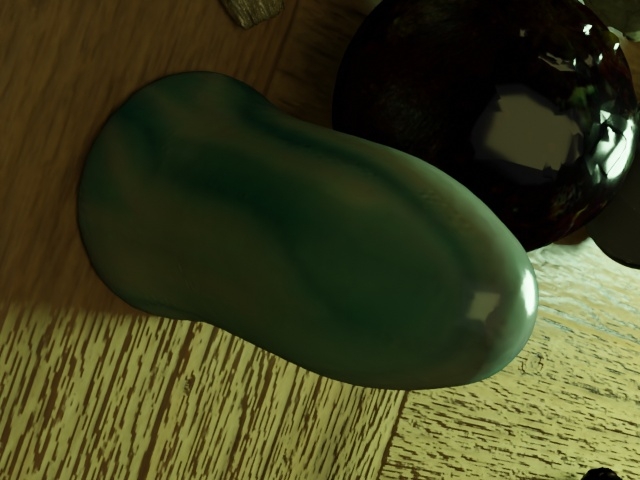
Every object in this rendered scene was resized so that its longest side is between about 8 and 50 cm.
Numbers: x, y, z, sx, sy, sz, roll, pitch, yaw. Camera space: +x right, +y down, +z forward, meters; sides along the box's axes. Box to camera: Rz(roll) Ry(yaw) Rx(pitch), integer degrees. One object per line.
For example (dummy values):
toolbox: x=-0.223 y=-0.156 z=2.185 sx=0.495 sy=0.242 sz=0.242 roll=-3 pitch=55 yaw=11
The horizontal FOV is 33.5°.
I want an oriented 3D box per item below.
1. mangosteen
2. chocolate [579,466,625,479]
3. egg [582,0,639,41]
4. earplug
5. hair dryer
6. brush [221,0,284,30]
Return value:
mangosteen: x=0.116 y=-0.071 z=0.832 sx=0.231 sy=0.231 sz=0.289 roll=-27 pitch=151 yaw=-31
chocolate: x=0.276 y=0.326 z=1.110 sx=0.133 sy=0.156 sz=0.156 roll=-24 pitch=118 yaw=-10
egg: x=0.316 y=-0.311 z=0.867 sx=0.279 sy=0.279 sz=0.310 roll=5 pitch=109 yaw=-39
earplug: x=0.000 y=0.000 z=0.663 sx=0.185 sy=0.324 sz=0.184 roll=-11 pitch=108 yaw=-35
hair dryer: x=0.384 y=-0.132 z=0.958 sx=0.361 sy=0.121 sz=0.301 roll=-44 pitch=161 yaw=-3
brush: x=-0.067 y=-0.231 z=0.750 sx=0.051 sy=0.014 sz=0.164 roll=-33 pitch=119 yaw=-29
